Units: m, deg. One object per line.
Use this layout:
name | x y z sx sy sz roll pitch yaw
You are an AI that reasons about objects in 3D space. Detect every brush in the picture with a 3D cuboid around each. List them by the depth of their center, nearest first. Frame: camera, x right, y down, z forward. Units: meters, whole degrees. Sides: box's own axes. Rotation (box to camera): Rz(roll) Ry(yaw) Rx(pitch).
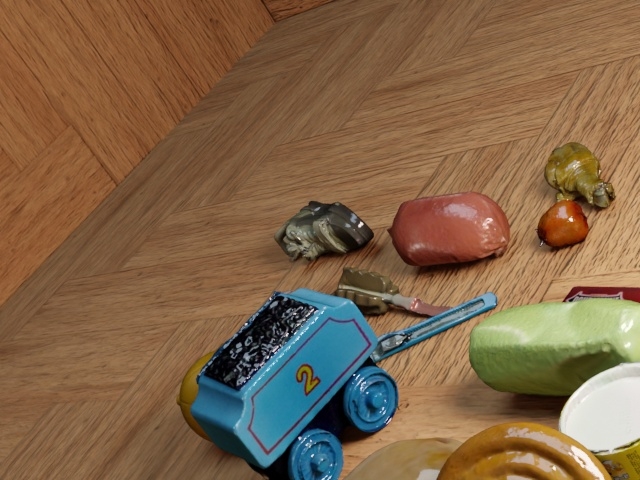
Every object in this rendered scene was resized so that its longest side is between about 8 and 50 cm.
brush | 0.137 0.110 2.242 0.301 0.071 0.084 12 66 48

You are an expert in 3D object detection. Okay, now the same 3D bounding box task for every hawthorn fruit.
hawthorn fruit | 0.416 -0.025 2.103 0.093 0.081 0.081 -26 24 19

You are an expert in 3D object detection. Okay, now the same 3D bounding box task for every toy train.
toy train | -0.035 0.236 1.947 0.300 0.265 0.188 -46 29 -22

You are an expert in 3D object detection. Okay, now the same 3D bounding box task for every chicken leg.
chicken leg | 0.470 -0.110 2.203 0.103 0.088 0.227 -22 30 4

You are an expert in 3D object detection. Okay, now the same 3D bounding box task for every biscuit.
biscuit | 0.238 0.348 1.444 0.262 0.261 0.037 -20 -15 30

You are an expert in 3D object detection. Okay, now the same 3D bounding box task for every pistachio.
pistachio | 0.122 0.373 1.631 0.288 0.166 0.197 -37 59 29

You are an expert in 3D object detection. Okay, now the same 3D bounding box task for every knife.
knife | 0.175 0.157 2.119 0.297 0.026 0.044 -27 51 17

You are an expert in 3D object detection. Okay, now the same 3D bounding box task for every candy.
candy | 0.354 0.159 1.698 0.132 0.142 0.343 -21 5 -31

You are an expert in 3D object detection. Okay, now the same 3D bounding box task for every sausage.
sausage | 0.237 -0.022 2.256 0.254 0.148 0.148 -11 32 39

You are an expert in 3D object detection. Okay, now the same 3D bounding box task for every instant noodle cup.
instant noodle cup | 0.398 0.256 1.487 0.205 0.153 0.205 -27 26 14

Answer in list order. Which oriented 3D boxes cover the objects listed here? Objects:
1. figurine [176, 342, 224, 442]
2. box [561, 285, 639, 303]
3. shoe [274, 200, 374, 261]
figurine | -0.131 0.257 2.164 0.257 0.167 0.192 -29 10 5
box | 0.447 0.123 1.787 0.120 0.069 0.224 -46 25 -27
shoe | -0.002 -0.002 2.576 0.149 0.109 0.293 -42 20 -13
